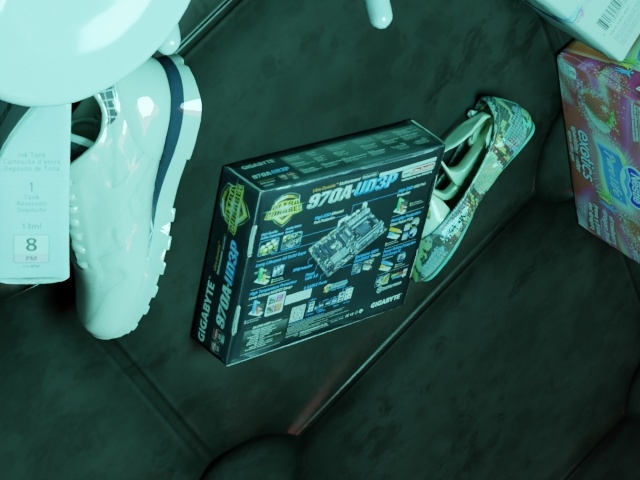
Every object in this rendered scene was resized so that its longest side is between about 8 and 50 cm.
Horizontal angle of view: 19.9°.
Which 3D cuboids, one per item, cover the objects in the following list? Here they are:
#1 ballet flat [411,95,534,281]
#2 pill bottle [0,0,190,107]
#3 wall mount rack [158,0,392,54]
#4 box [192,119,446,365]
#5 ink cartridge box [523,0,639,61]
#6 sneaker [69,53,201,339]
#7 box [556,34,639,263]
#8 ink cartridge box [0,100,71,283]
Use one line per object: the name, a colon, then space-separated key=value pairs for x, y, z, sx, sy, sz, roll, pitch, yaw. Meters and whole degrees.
ballet flat: x=0.119 y=-0.052 z=1.666 sx=0.188 sy=0.070 sz=0.070 roll=-57 pitch=145 yaw=3
pill bottle: x=-0.204 y=-0.201 z=0.968 sx=0.160 sy=0.283 sz=0.160 roll=-29 pitch=138 yaw=-30
wall mount rack: x=-0.029 y=-0.296 z=1.218 sx=0.350 sy=0.130 sz=0.304 roll=-12 pitch=128 yaw=-42
box: x=0.000 y=0.000 z=1.572 sx=0.220 sy=0.051 sz=0.175 roll=-17 pitch=131 yaw=-40
ink cartridge box: x=0.225 y=-0.268 z=1.563 sx=0.154 sy=0.093 sz=0.212 roll=-58 pitch=146 yaw=6
sneaker: x=-0.162 y=-0.033 z=1.349 sx=0.094 sy=0.090 sz=0.235 roll=-3 pitch=119 yaw=-32
box: x=0.327 y=-0.104 z=1.791 sx=0.128 sy=0.122 sz=0.257 roll=-38 pitch=142 yaw=-18
ink cartridge box: x=-0.185 y=-0.119 z=1.146 sx=0.066 sy=0.189 sz=0.232 roll=-4 pitch=126 yaw=-9
